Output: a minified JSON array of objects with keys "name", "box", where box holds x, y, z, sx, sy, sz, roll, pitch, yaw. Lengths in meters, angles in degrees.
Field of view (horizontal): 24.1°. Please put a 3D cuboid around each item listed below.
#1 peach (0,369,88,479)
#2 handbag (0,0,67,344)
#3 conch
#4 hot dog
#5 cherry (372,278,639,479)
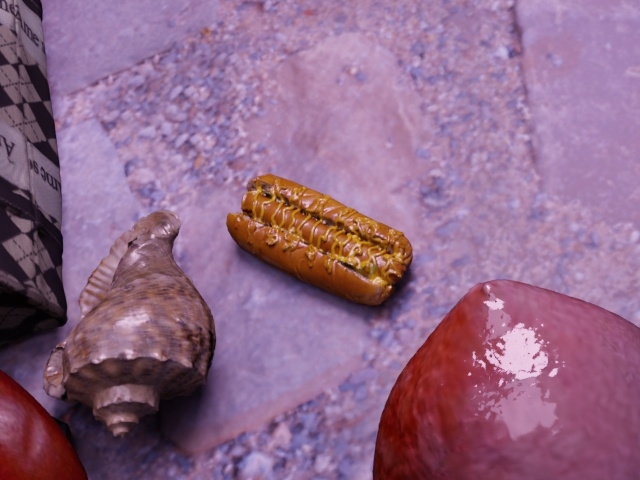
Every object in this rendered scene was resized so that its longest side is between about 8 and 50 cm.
[{"name":"peach","box":[-0.366,0.219,1.079,0.416,0.353,0.339,12,67,-22]},{"name":"handbag","box":[-0.393,-0.082,1.302,0.316,0.180,0.416,-20,61,16]},{"name":"conch","box":[-0.154,0.063,1.161,0.155,0.130,0.207,-13,55,19]},{"name":"hot dog","box":[0.000,0.000,1.193,0.165,0.045,0.071,25,71,29]},{"name":"cherry","box":[0.143,0.151,0.955,0.239,0.239,0.206,-8,58,14]}]
